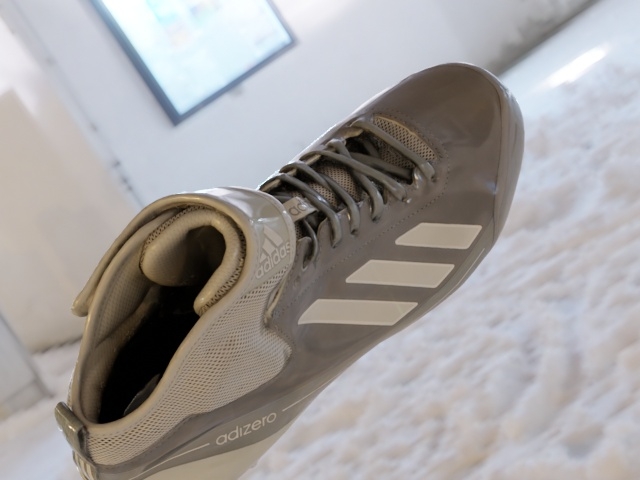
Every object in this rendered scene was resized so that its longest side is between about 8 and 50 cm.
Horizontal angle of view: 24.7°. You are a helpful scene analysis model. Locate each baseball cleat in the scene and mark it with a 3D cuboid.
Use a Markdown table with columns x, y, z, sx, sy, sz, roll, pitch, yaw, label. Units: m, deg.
| x | y | z | sx | sy | sz | roll | pitch | yaw | label |
| --- | --- | --- | --- | --- | --- | --- | --- | --- | --- |
| 0.000 | 0.000 | 0.466 | 0.206 | 0.072 | 0.109 | -50 | -22 | -22 | baseball cleat |
